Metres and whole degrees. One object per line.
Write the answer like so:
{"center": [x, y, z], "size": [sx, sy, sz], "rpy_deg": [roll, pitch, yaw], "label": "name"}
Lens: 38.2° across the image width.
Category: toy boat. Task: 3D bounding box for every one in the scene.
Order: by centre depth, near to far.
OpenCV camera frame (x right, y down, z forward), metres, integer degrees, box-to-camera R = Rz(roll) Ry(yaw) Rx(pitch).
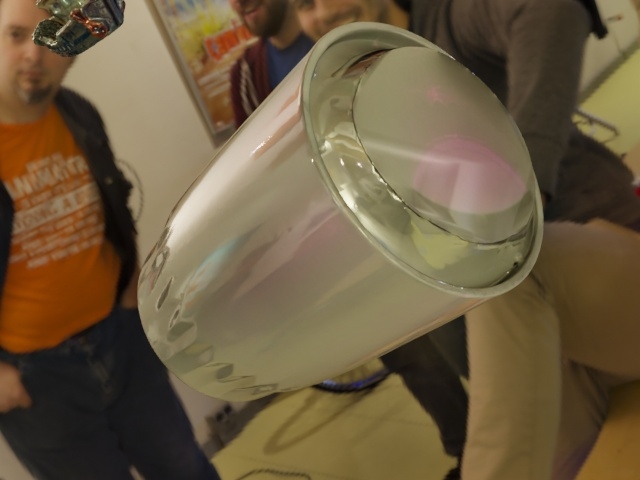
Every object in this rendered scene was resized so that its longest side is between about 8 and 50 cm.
{"center": [-0.115, -0.109, 0.434], "size": [0.038, 0.038, 0.083], "rpy_deg": [-34, 18, -28], "label": "toy boat"}

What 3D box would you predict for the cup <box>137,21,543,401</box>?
{"center": [0.000, 0.000, 0.853], "size": [0.371, 0.253, 0.253], "rpy_deg": [-38, 5, 44], "label": "cup"}
